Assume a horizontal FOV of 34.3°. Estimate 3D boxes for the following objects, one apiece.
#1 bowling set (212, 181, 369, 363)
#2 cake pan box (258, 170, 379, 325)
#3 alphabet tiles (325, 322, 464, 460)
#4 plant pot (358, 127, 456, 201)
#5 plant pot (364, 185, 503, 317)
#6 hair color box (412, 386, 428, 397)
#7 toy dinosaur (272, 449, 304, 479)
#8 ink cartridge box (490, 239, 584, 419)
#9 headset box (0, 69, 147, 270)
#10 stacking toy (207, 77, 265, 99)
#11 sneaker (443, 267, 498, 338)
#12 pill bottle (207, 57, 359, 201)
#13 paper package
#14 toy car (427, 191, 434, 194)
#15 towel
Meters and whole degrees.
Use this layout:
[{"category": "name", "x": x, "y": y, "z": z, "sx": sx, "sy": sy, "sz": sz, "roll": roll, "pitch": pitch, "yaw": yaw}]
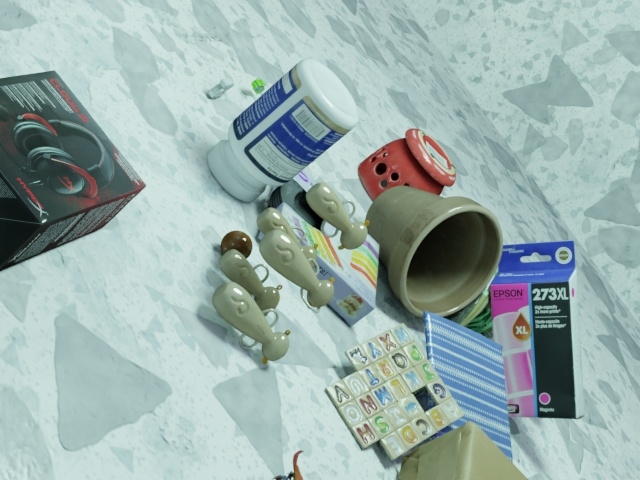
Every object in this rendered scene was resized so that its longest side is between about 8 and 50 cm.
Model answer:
[{"category": "bowling set", "x": -0.064, "y": 0.039, "z": 1.686, "sx": 0.154, "sy": 0.287, "sz": 0.200, "roll": 48, "pitch": -11, "yaw": -23}, {"category": "cake pan box", "x": 0.000, "y": 0.000, "z": 1.981, "sx": 0.267, "sy": 0.070, "sz": 0.246, "roll": 44, "pitch": 22, "yaw": -16}, {"category": "alphabet tiles", "x": 0.120, "y": 0.261, "z": 1.782, "sx": 0.237, "sy": 0.009, "sz": 0.198, "roll": -21, "pitch": 72, "yaw": -43}, {"category": "plant pot", "x": 0.213, "y": -0.159, "z": 2.462, "sx": 0.191, "sy": 0.174, "sz": 0.191, "roll": 41, "pitch": 23, "yaw": -22}, {"category": "plant pot", "x": 0.209, "y": -0.003, "z": 2.167, "sx": 0.263, "sy": 0.263, "sz": 0.229, "roll": 27, "pitch": 10, "yaw": -44}, {"category": "hair color box", "x": 0.226, "y": 0.262, "z": 2.000, "sx": 0.141, "sy": 0.072, "sz": 0.043, "roll": 2, "pitch": 54, "yaw": -61}, {"category": "toy dinosaur", "x": -0.033, "y": 0.347, "z": 1.425, "sx": 0.047, "sy": 0.090, "sz": 0.082, "roll": 9, "pitch": 14, "yaw": -37}, {"category": "ink cartridge box", "x": 0.453, "y": 0.187, "z": 2.184, "sx": 0.069, "sy": 0.175, "sz": 0.371, "roll": 8, "pitch": 79, "yaw": -60}, {"category": "headset box", "x": -0.384, "y": -0.104, "z": 1.384, "sx": 0.218, "sy": 0.110, "sz": 0.293, "roll": 52, "pitch": 24, "yaw": 2}, {"category": "stacking toy", "x": -0.129, "y": -0.254, "z": 2.143, "sx": 0.167, "sy": 0.052, "sz": 0.221, "roll": 55, "pitch": 22, "yaw": 5}, {"category": "sneaker", "x": 0.365, "y": 0.147, "z": 2.353, "sx": 0.182, "sy": 0.158, "sz": 0.410, "roll": 66, "pitch": 27, "yaw": -9}, {"category": "pill bottle", "x": -0.072, "y": -0.194, "z": 1.882, "sx": 0.153, "sy": 0.264, "sz": 0.153, "roll": 41, "pitch": 26, "yaw": -25}, {"category": "paper package", "x": 0.263, "y": 0.502, "z": 1.604, "sx": 0.325, "sy": 0.168, "sz": 0.309, "roll": 47, "pitch": 25, "yaw": -10}, {"category": "toy car", "x": 0.243, "y": -0.005, "z": 2.348, "sx": 0.182, "sy": 0.136, "sz": 0.159, "roll": 41, "pitch": -29, "yaw": 34}, {"category": "towel", "x": 0.272, "y": 0.320, "z": 1.926, "sx": 0.243, "sy": 0.040, "sz": 0.336, "roll": 26, "pitch": 52, "yaw": -40}]
